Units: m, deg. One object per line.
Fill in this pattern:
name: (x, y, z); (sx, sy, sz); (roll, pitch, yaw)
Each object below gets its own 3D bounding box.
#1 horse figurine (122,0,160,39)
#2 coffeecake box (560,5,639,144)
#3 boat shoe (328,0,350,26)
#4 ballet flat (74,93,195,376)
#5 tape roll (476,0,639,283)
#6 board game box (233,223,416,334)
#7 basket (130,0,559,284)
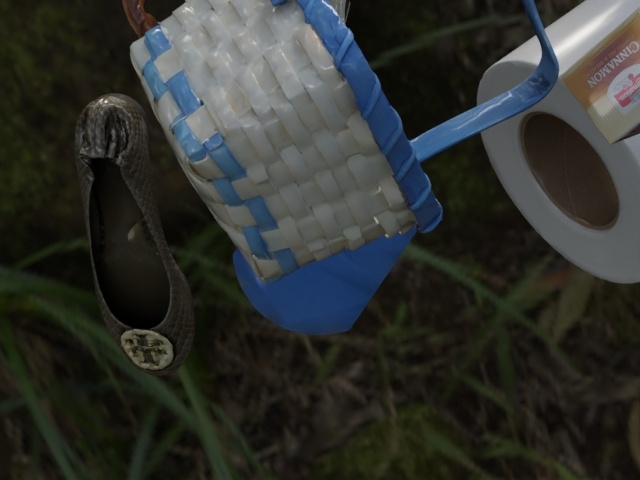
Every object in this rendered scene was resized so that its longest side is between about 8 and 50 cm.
horse figurine: (-0.206, -0.355, 2.053); (0.066, 0.263, 0.174); (-3, 17, 15)
coffeecake box: (0.285, -0.152, 1.394); (0.142, 0.068, 0.185); (-41, -11, 32)
boat shoe: (-0.006, -0.226, 1.763); (0.075, 0.065, 0.206); (14, 64, -17)
ballet flat: (-0.155, 0.004, 1.494); (0.084, 0.250, 0.058); (0, 25, 13)
tape roll: (0.287, -0.105, 1.726); (0.169, 0.246, 0.246); (-36, 43, -22)
board game box: (0.000, 0.000, 1.674); (0.169, 0.133, 0.033); (-56, 19, 8)
basket: (0.026, -0.124, 1.329); (0.289, 0.255, 0.201); (-26, 52, 0)
